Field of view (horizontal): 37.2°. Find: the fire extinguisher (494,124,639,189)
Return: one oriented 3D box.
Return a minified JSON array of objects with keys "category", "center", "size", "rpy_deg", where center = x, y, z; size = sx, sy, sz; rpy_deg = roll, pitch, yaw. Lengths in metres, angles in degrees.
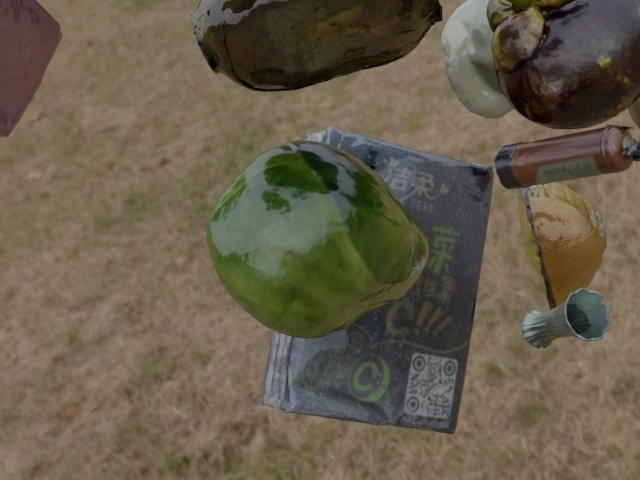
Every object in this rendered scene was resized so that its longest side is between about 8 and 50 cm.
[{"category":"fire extinguisher","center":[0.262,-0.087,0.956],"size":[0.177,0.050,0.062],"rpy_deg":[-7,21,46]}]

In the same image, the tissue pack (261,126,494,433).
[{"category":"tissue pack","center":[0.088,0.062,1.352],"size":[0.288,0.394,0.124],"rpy_deg":[12,-6,-27]}]

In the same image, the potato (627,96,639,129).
[{"category":"potato","center":[0.501,-0.217,1.362],"size":[0.136,0.155,0.200],"rpy_deg":[13,30,3]}]

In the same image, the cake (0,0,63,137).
[{"category":"cake","center":[-0.590,-0.321,1.466],"size":[0.237,0.309,0.230],"rpy_deg":[7,64,33]}]

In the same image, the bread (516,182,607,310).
[{"category":"bread","center":[0.478,0.003,1.867],"size":[0.162,0.262,0.204],"rpy_deg":[-15,19,21]}]

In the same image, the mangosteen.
[{"category":"mangosteen","center":[0.272,-0.234,1.072],"size":[0.192,0.217,0.192],"rpy_deg":[-33,28,21]}]

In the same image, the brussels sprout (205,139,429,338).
[{"category":"brussels sprout","center":[0.000,0.000,1.121],"size":[0.210,0.271,0.219],"rpy_deg":[-60,37,16]}]

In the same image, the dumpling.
[{"category":"dumpling","center":[0.266,-0.277,1.240],"size":[0.250,0.162,0.132],"rpy_deg":[-46,4,8]}]

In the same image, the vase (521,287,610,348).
[{"category":"vase","center":[0.369,0.127,1.464],"size":[0.081,0.081,0.148],"rpy_deg":[-37,1,-25]}]

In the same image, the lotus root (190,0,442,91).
[{"category":"lotus root","center":[-0.008,-0.261,1.061],"size":[0.274,0.160,0.152],"rpy_deg":[-16,62,-5]}]
